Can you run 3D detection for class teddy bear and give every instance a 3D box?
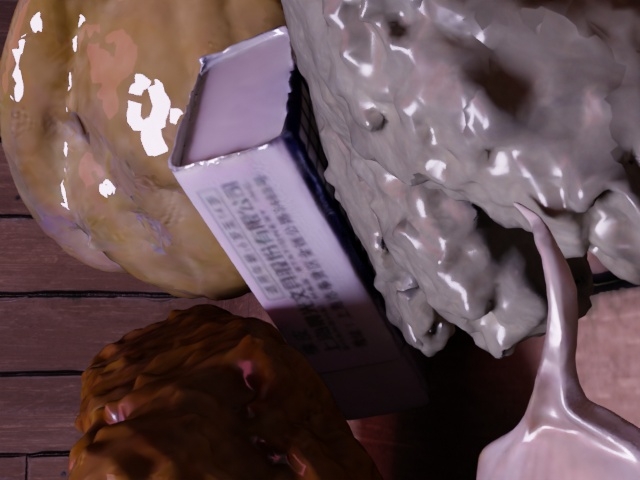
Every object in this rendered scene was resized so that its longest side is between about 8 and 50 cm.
[{"bbox_3d":[0.083,-0.106,0.496,0.367,0.224,0.357,83,-177,-72],"label":"teddy bear"}]

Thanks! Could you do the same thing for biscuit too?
[{"bbox_3d":[-0.032,0.216,0.680,0.342,0.166,0.395,64,170,-10],"label":"biscuit"}]

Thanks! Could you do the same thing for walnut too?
[{"bbox_3d":[-0.112,-0.137,0.876,0.383,0.384,0.383,-179,90,-77],"label":"walnut"}]

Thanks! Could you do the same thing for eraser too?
[{"bbox_3d":[0.000,0.000,0.696,0.130,0.086,0.287,-88,-24,-45],"label":"eraser"}]

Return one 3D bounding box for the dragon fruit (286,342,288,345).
[{"bbox_3d":[-0.041,0.143,1.137,0.192,0.092,0.122,139,131,-73],"label":"dragon fruit"}]

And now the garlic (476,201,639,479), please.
[{"bbox_3d":[0.108,0.130,0.333,0.148,0.128,0.266,-44,75,26],"label":"garlic"}]
